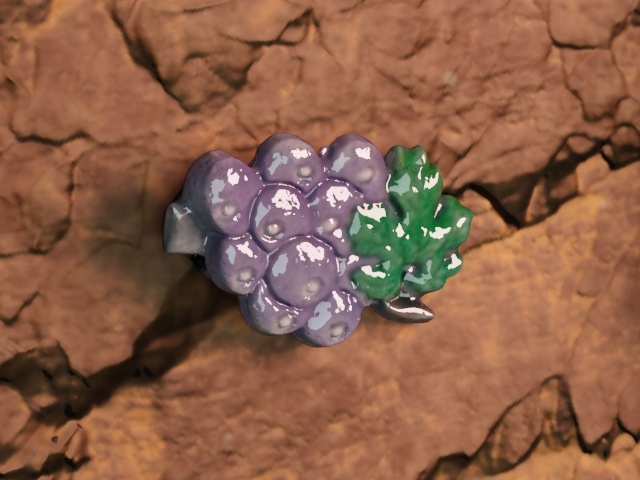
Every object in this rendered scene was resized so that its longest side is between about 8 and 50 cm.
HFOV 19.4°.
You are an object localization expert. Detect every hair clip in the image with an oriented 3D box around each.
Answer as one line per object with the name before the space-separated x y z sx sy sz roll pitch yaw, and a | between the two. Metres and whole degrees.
hair clip | -0.001 -0.001 1.077 0.195 0.052 0.124 0 104 -25
